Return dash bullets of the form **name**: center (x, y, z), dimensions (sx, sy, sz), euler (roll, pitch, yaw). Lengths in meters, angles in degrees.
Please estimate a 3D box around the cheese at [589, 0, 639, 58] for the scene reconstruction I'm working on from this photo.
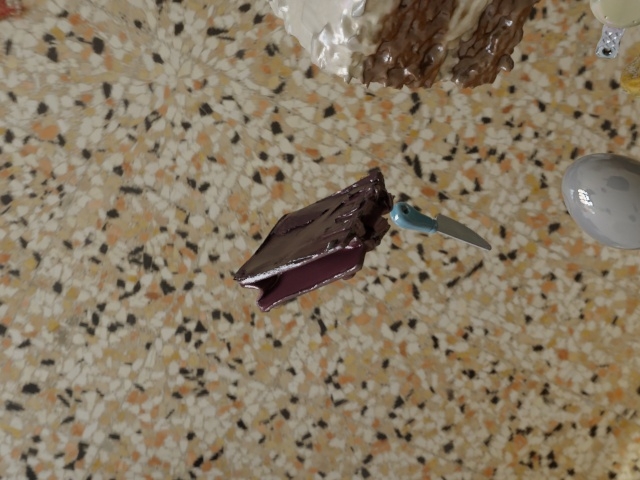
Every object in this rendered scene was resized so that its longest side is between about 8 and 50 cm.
- **cheese**: center (0.425, -0.332, 1.081), dimensions (0.092, 0.171, 0.047), euler (24, 57, -4)

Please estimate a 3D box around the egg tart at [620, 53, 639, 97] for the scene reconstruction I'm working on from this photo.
- **egg tart**: center (0.602, -0.265, 1.066), dimensions (0.341, 0.341, 0.129), euler (-34, 103, -2)

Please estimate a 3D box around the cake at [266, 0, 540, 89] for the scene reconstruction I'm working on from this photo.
- **cake**: center (0.055, -0.181, 0.492), dimensions (0.147, 0.134, 0.135), euler (-12, 139, -33)

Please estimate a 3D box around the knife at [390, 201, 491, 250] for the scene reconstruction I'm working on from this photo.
- **knife**: center (0.242, -0.029, 1.498), dimensions (0.244, 0.058, 0.032), euler (14, 137, -27)

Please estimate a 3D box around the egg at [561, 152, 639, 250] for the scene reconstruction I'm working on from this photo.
- **egg**: center (0.584, -0.080, 1.494), dimensions (0.232, 0.176, 0.176), euler (28, 96, -10)

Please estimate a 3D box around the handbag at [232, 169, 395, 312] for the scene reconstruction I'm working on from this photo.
- **handbag**: center (0.001, 0.003, 1.091), dimensions (0.216, 0.203, 0.074), euler (-23, 112, 32)
